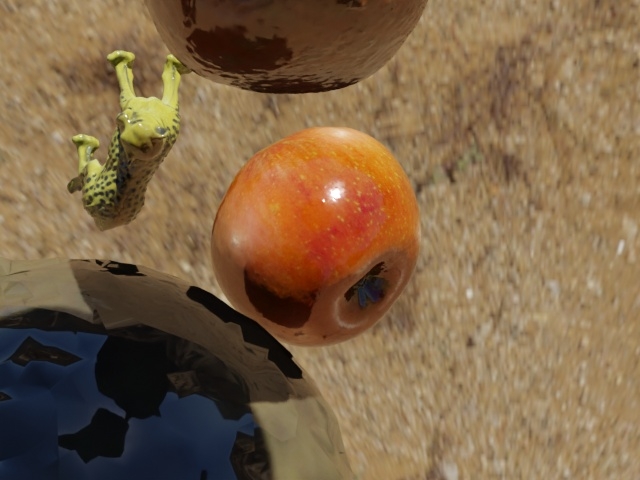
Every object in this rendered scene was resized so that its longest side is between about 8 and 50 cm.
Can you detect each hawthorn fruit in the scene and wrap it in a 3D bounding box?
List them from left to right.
[{"bbox_3d":[-0.016,-0.171,1.004,0.200,0.251,0.199,0,103,0],"label":"hawthorn fruit"}]

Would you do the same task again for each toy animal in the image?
[{"bbox_3d":[-0.167,-0.065,1.526,0.073,0.181,0.136,19,38,-22],"label":"toy animal"}]

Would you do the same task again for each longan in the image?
[{"bbox_3d":[-0.172,0.190,1.195,0.391,0.391,0.391,-1,75,5],"label":"longan"}]

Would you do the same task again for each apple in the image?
[{"bbox_3d":[0.000,0.000,1.352,0.163,0.163,0.139,-39,48,-5],"label":"apple"}]
